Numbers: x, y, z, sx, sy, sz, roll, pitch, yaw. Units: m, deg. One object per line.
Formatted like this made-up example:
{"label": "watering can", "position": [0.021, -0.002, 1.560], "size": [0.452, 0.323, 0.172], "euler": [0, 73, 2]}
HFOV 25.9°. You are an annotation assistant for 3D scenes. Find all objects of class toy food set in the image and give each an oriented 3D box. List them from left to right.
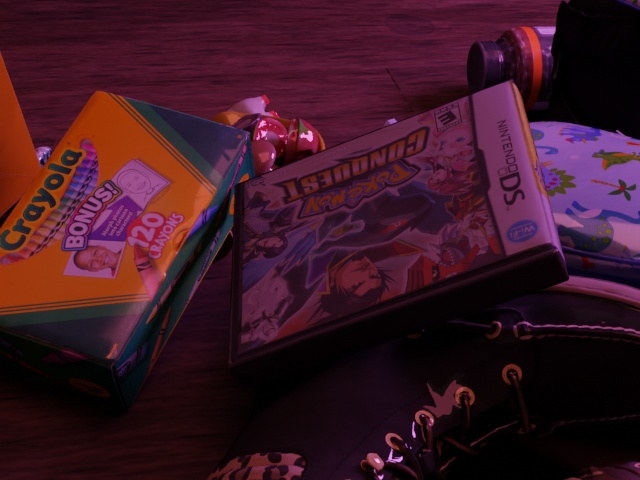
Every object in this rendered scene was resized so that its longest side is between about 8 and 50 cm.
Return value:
{"label": "toy food set", "position": [-0.069, -0.088, 1.430], "size": [0.218, 0.071, 0.128], "euler": [14, 66, 41]}

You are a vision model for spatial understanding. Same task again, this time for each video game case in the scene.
{"label": "video game case", "position": [0.054, -0.012, 1.162], "size": [0.275, 0.035, 0.248], "euler": [-20, 36, 13]}

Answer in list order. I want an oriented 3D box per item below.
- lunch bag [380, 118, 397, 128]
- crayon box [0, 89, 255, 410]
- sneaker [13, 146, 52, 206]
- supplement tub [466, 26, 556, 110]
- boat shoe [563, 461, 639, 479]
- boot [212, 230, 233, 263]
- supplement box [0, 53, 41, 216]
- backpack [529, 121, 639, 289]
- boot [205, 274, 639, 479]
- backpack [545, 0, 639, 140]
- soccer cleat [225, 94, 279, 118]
{"label": "lunch bag", "position": [0.087, -0.080, 1.509], "size": [0.053, 0.083, 0.071], "euler": [-11, 37, -23]}
{"label": "crayon box", "position": [-0.190, 0.002, 1.266], "size": [0.165, 0.081, 0.278], "euler": [17, 56, 16]}
{"label": "sneaker", "position": [-0.330, -0.076, 1.473], "size": [0.069, 0.038, 0.098], "euler": [14, 34, 10]}
{"label": "supplement tub", "position": [0.284, -0.211, 1.718], "size": [0.198, 0.106, 0.106], "euler": [-3, 35, -13]}
{"label": "boat shoe", "position": [0.295, 0.269, 1.003], "size": [0.097, 0.116, 0.324], "euler": [-18, 35, -27]}
{"label": "boot", "position": [-0.174, -0.045, 1.428], "size": [0.197, 0.073, 0.152], "euler": [11, 30, 2]}
{"label": "supplement box", "position": [-0.406, -0.122, 1.369], "size": [0.194, 0.191, 0.129], "euler": [26, 57, 26]}
{"label": "backpack", "position": [0.234, 0.023, 1.264], "size": [0.355, 0.273, 0.290], "euler": [30, 35, 15]}
{"label": "boot", "position": [0.090, 0.153, 1.069], "size": [0.377, 0.138, 0.284], "euler": [1, 32, 25]}
{"label": "backpack", "position": [0.370, -0.168, 1.546], "size": [0.213, 0.276, 0.263], "euler": [-6, 29, -26]}
{"label": "soccer cleat", "position": [-0.057, -0.081, 1.515], "size": [0.076, 0.068, 0.196], "euler": [-30, 48, -1]}
